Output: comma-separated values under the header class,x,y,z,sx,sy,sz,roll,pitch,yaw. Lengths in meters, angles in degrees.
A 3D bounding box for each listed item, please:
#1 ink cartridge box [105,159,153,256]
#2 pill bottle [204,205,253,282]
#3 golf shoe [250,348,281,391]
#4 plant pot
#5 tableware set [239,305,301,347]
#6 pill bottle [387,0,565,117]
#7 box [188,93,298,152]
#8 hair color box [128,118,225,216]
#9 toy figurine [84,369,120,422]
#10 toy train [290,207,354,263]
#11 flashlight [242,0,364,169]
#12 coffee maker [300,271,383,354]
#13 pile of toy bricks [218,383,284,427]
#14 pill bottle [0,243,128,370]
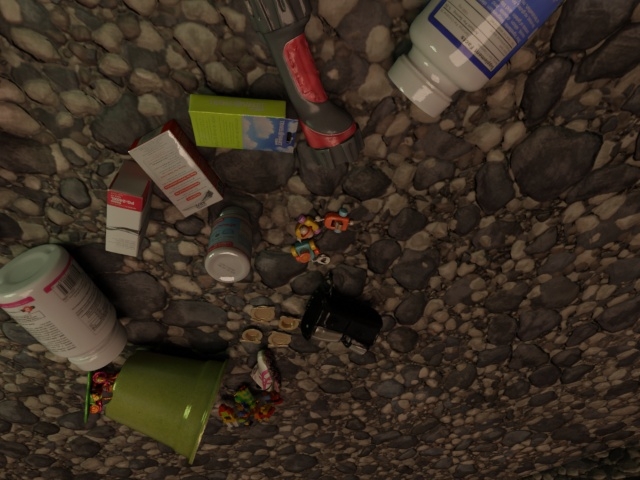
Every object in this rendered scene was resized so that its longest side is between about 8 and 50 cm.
class,x,y,z,sx,sy,sz,roll,pitch,yaw
ink cartridge box,-0.370,-0.061,0.832,0.063,0.109,0.150,12,127,-16
pill bottle,-0.182,0.002,0.869,0.087,0.160,0.087,-3,130,-4
golf shoe,-0.167,0.387,1.251,0.085,0.067,0.186,-6,130,2
plant pot,-0.413,0.419,1.152,0.253,0.276,0.276,19,126,-6
tableware set,-0.134,0.239,1.162,0.141,0.020,0.169,14,127,-16
pill bottle,0.233,-0.327,0.644,0.152,0.152,0.272,28,122,-25
box,-0.132,-0.203,0.753,0.178,0.042,0.109,2,160,-8
hair color box,-0.269,-0.134,0.819,0.093,0.053,0.167,-23,127,12
toy figurine,-0.589,0.432,1.241,0.159,0.130,0.173,4,106,-26
toy train,0.000,0.000,0.960,0.125,0.046,0.166,11,127,-14
flashlight,-0.014,-0.267,0.706,0.103,0.103,0.304,-33,129,-12
coffee maker,0.064,0.195,1.081,0.178,0.120,0.171,20,124,-21
pile of toy bricks,-0.225,0.499,1.331,0.212,0.118,0.105,-25,101,35
pill bottle,-0.570,0.160,0.963,0.160,0.160,0.283,-13,129,5
